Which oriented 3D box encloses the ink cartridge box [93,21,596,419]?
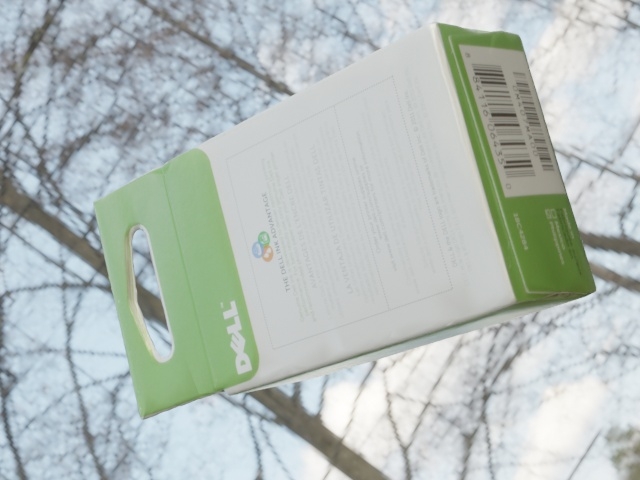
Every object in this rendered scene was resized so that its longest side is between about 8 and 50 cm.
[{"bbox_3d":[0.000,0.000,0.524,0.209,0.109,0.062,-22,-12,39],"label":"ink cartridge box"}]
